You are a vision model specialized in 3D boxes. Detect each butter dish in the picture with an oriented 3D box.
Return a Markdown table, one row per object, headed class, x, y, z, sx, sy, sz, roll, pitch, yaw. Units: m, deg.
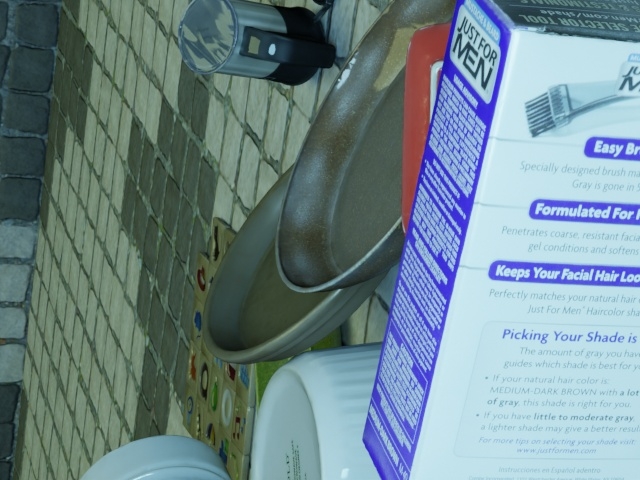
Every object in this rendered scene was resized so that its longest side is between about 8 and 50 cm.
| class | x | y | z | sx | sy | sz | roll | pitch | yaw |
| --- | --- | --- | --- | --- | --- | --- | --- | --- | --- |
| butter dish | 0.148 | -0.072 | 1.348 | 0.159 | 0.118 | 0.160 | -1 | 85 | 31 |

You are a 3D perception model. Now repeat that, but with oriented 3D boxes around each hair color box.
| class | x | y | z | sx | sy | sz | roll | pitch | yaw |
| --- | --- | --- | --- | --- | --- | --- | --- | --- | --- |
| hair color box | 0.153 | 0.013 | 1.195 | 0.110 | 0.185 | 0.339 | -117 | 34 | -58 |

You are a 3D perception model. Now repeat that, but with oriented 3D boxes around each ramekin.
| class | x | y | z | sx | sy | sz | roll | pitch | yaw |
| --- | --- | --- | --- | --- | --- | --- | --- | --- | --- |
| ramekin | 0.028 | 0.213 | 1.643 | 0.273 | 0.127 | 0.273 | -178 | 90 | -71 |

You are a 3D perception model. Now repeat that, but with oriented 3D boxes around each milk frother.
| class | x | y | z | sx | sy | sz | roll | pitch | yaw |
| --- | --- | --- | --- | --- | --- | --- | --- | --- | --- |
| milk frother | -0.053 | -0.236 | 1.930 | 0.129 | 0.134 | 0.143 | -4 | 86 | 41 |

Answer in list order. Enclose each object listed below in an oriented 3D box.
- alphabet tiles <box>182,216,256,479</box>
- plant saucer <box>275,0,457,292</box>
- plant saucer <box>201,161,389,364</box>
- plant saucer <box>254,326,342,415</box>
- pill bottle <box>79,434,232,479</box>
| class | x | y | z | sx | sy | sz | roll | pitch | yaw |
| --- | --- | --- | --- | --- | --- | --- | --- | --- | --- |
| alphabet tiles | -0.119 | 0.156 | 2.285 | 0.285 | 0.011 | 0.343 | -143 | 57 | -69 |
| plant saucer | 0.066 | -0.088 | 1.542 | 0.310 | 0.050 | 0.311 | -48 | 24 | 30 |
| plant saucer | 0.000 | 0.000 | 1.698 | 0.278 | 0.041 | 0.278 | -41 | 25 | 24 |
| plant saucer | -0.017 | 0.160 | 1.915 | 0.188 | 0.045 | 0.188 | 134 | 135 | -64 |
| pill bottle | -0.114 | 0.388 | 1.834 | 0.408 | 0.229 | 0.229 | -118 | 34 | -46 |
